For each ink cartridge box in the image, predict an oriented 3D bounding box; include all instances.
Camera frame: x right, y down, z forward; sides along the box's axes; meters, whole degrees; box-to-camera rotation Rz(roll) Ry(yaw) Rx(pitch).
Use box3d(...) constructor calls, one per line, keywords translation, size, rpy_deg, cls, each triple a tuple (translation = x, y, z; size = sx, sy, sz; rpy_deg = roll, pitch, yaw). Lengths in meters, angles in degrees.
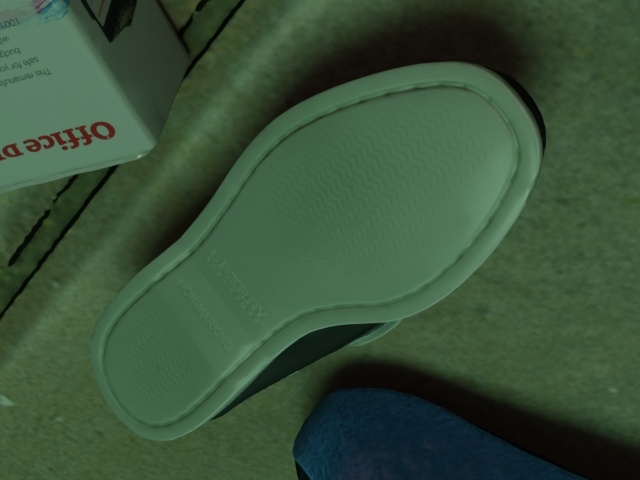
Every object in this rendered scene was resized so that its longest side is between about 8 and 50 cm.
box3d(translation=(-0.158, -0.112, 0.633), size=(0.127, 0.072, 0.175), rpy_deg=(-11, 130, 24), cls="ink cartridge box")

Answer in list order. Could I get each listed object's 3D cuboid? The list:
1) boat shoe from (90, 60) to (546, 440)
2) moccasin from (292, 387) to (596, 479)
box3d(translation=(0.000, 0.000, 0.697), size=(0.302, 0.091, 0.114), rpy_deg=(-30, 88, 38), cls="boat shoe")
box3d(translation=(0.141, 0.193, 0.830), size=(0.342, 0.137, 0.117), rpy_deg=(37, 161, 6), cls="moccasin")
